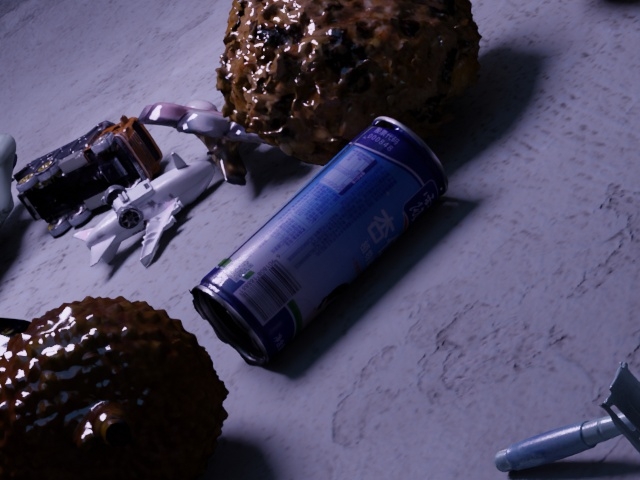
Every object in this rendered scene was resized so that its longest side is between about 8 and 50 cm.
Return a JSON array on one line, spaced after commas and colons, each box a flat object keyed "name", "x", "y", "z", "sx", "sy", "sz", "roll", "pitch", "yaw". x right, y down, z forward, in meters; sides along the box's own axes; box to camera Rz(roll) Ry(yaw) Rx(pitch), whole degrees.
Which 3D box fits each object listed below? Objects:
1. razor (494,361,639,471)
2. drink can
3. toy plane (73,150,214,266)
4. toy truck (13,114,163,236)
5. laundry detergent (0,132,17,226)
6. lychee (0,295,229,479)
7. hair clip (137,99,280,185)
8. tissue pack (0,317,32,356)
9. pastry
[{"name": "razor", "x": 0.161, "y": 0.128, "z": 1.066, "sx": 0.135, "sy": 0.068, "sz": 0.040, "roll": -29, "pitch": 19, "yaw": 46}, {"name": "drink can", "x": 0.000, "y": 0.000, "z": 1.458, "sx": 0.235, "sy": 0.097, "sz": 0.097, "roll": -44, "pitch": 25, "yaw": -17}, {"name": "toy plane", "x": -0.192, "y": -0.037, "z": 1.832, "sx": 0.171, "sy": 0.065, "sz": 0.162, "roll": -41, "pitch": 35, "yaw": 0}, {"name": "toy truck", "x": -0.282, "y": -0.080, "z": 2.003, "sx": 0.192, "sy": 0.083, "sz": 0.092, "roll": -23, "pitch": 21, "yaw": 28}, {"name": "laundry detergent", "x": -0.444, "y": -0.034, "z": 2.056, "sx": 0.215, "sy": 0.105, "sz": 0.280, "roll": -51, "pitch": 8, "yaw": 45}, {"name": "lychee", "x": -0.173, "y": 0.134, "z": 1.318, "sx": 0.200, "sy": 0.200, "sz": 0.238, "roll": -39, "pitch": 5, "yaw": -8}, {"name": "hair clip", "x": -0.112, "y": -0.118, "z": 1.820, "sx": 0.146, "sy": 0.075, "sz": 0.257, "roll": 0, "pitch": 16, "yaw": -23}, {"name": "tissue pack", "x": -0.390, "y": 0.193, "z": 1.534, "sx": 0.245, "sy": 0.123, "sz": 0.332, "roll": 13, "pitch": 47, "yaw": 34}, {"name": "pastry", "x": 0.028, "y": -0.163, "z": 1.628, "sx": 0.274, "sy": 0.193, "sz": 0.275, "roll": 3, "pitch": 43, "yaw": -2}]
